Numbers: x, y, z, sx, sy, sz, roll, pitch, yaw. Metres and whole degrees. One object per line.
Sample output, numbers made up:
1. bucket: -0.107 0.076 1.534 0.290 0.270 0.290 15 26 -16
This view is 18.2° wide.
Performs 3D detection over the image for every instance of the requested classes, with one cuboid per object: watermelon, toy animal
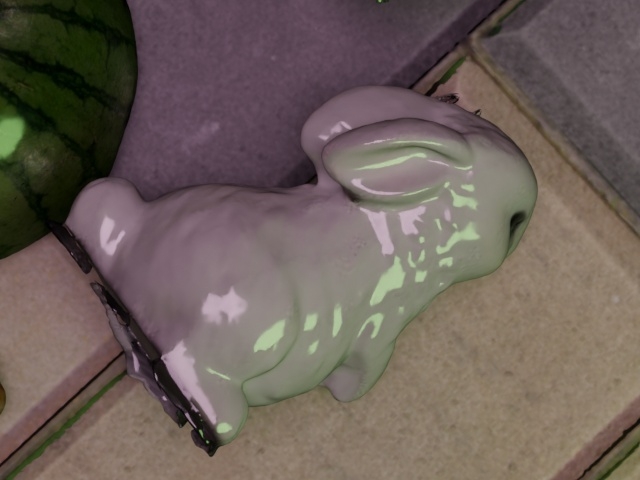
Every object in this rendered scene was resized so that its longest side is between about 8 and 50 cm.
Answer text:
1. watermelon: -0.300 -0.138 1.545 0.330 0.189 0.331 0 94 -1
2. toy animal: 0.000 0.000 1.555 0.357 0.194 0.258 -33 113 -9

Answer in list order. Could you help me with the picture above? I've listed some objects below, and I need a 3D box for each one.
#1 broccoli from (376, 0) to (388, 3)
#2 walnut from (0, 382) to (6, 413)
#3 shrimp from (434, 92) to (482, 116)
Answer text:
1. broccoli: 0.097 -0.300 1.580 0.198 0.226 0.176 -9 109 19
2. walnut: -0.338 0.106 1.589 0.170 0.069 0.143 36 88 1
3. shrimp: 0.087 -0.092 1.642 0.092 0.029 0.038 -30 82 -9
